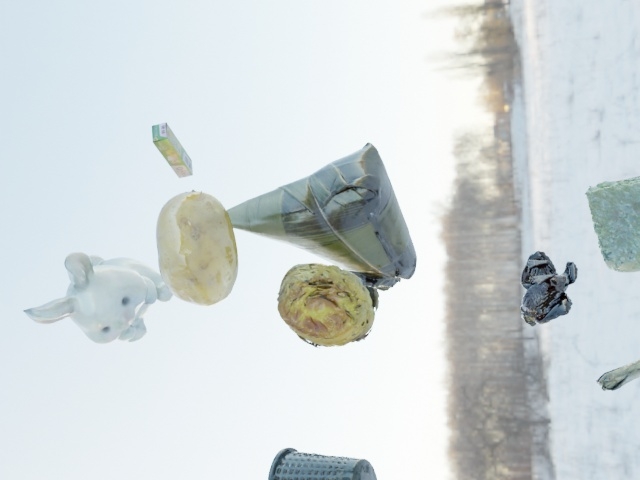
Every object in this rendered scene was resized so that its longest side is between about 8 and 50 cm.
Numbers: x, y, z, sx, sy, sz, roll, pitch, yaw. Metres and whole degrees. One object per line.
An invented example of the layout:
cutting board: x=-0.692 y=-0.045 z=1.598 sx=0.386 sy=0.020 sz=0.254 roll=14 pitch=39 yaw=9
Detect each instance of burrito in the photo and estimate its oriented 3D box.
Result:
burrito: x=0.701 y=0.294 z=1.798 sx=0.051 sy=0.171 sz=0.042 roll=69 pitch=174 yaw=-52

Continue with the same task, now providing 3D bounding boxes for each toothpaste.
toothpaste: x=-0.330 y=-0.200 z=1.788 sx=0.178 sy=0.037 sz=0.043 roll=65 pitch=-167 yaw=-65

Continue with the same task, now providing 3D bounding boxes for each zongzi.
zongzi: x=0.000 y=0.000 z=1.466 sx=0.154 sy=0.317 sz=0.289 roll=-96 pitch=-14 yaw=-50

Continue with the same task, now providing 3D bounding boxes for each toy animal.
toy animal: x=0.566 y=0.137 z=1.995 sx=0.218 sy=0.116 sz=0.180 roll=-103 pitch=12 yaw=-49
toy animal: x=-0.527 y=0.123 z=1.896 sx=0.196 sy=0.241 sz=0.367 roll=-58 pitch=-9 yaw=6

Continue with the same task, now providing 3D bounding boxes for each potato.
potato: x=-0.185 y=0.012 z=1.195 sx=0.109 sy=0.118 sz=0.178 roll=-64 pitch=-33 yaw=-77

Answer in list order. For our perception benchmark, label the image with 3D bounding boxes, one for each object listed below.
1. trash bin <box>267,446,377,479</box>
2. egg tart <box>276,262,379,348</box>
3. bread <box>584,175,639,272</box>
trash bin: x=0.012 y=0.448 z=1.395 sx=0.175 sy=0.161 sz=0.175 roll=-9 pitch=-90 yaw=-67
egg tart: x=0.024 y=0.171 z=2.275 sx=0.132 sy=0.297 sz=0.297 roll=-67 pitch=-29 yaw=-65
bread: x=0.531 y=-0.048 z=1.360 sx=0.064 sy=0.172 sz=0.232 roll=-31 pitch=-27 yaw=-46
